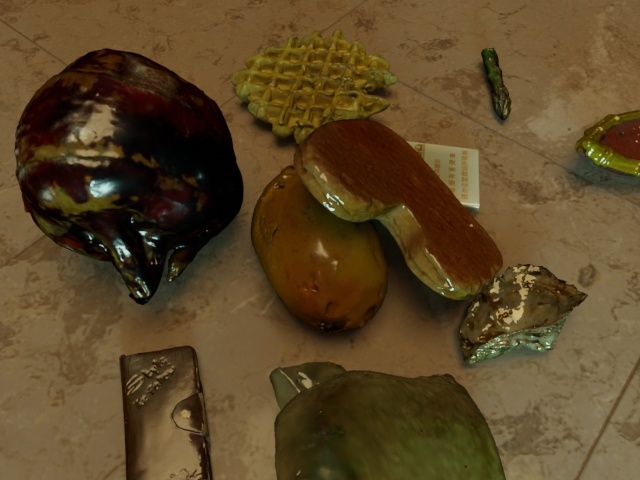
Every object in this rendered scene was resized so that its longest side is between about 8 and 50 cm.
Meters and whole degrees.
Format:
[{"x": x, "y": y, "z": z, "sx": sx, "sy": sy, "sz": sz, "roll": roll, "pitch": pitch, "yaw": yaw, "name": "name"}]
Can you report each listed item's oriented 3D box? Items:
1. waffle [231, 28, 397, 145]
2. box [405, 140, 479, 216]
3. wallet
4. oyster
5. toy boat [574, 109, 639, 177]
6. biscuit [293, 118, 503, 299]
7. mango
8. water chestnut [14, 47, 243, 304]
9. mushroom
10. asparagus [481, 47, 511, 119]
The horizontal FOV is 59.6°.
[{"x": -0.007, "y": -0.266, "z": 0.936, "sx": 0.261, "sy": 0.056, "sz": 0.250, "roll": -28, "pitch": 55, "yaw": -16, "name": "waffle"}, {"x": 0.124, "y": -0.102, "z": 0.839, "sx": 0.221, "sy": 0.032, "sz": 0.122, "roll": 7, "pitch": 55, "yaw": 5, "name": "box"}, {"x": -0.176, "y": 0.204, "z": 0.629, "sx": 0.095, "sy": 0.026, "sz": 0.176, "roll": -9, "pitch": 56, "yaw": -9, "name": "wallet"}, {"x": 0.242, "y": 0.096, "z": 0.691, "sx": 0.177, "sy": 0.056, "sz": 0.105, "roll": -39, "pitch": 53, "yaw": -25, "name": "oyster"}, {"x": 0.523, "y": -0.156, "z": 0.844, "sx": 0.318, "sy": 0.099, "sz": 0.141, "roll": -15, "pitch": 53, "yaw": -7, "name": "toy boat"}, {"x": 0.097, "y": -0.032, "z": 0.678, "sx": 0.277, "sy": 0.052, "sz": 0.262, "roll": 49, "pitch": 32, "yaw": 4, "name": "biscuit"}, {"x": 0.000, "y": 0.000, "z": 0.714, "sx": 0.156, "sy": 0.151, "sz": 0.248, "roll": 9, "pitch": 42, "yaw": -33, "name": "mango"}, {"x": -0.223, "y": -0.080, "z": 0.684, "sx": 0.244, "sy": 0.289, "sz": 0.289, "roll": 38, "pitch": 63, "yaw": 18, "name": "water chestnut"}, {"x": 0.074, "y": 0.225, "z": 0.522, "sx": 0.218, "sy": 0.212, "sz": 0.292, "roll": -13, "pitch": 50, "yaw": 0, "name": "mushroom"}, {"x": 0.301, "y": -0.266, "z": 0.952, "sx": 0.030, "sy": 0.036, "sz": 0.165, "roll": -4, "pitch": 56, "yaw": 6, "name": "asparagus"}]
